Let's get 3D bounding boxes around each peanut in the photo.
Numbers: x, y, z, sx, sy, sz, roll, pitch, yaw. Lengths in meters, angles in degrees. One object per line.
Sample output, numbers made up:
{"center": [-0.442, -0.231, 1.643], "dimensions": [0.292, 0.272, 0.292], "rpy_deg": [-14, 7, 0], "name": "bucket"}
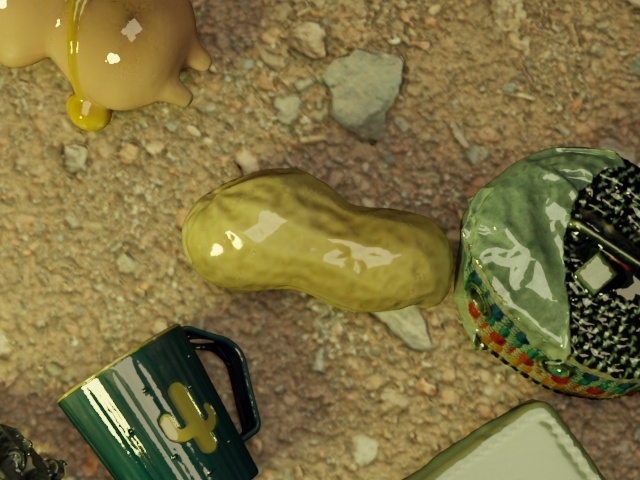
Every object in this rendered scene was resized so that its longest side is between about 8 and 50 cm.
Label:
{"center": [0.000, 0.000, 1.446], "dimensions": [0.257, 0.123, 0.123], "rpy_deg": [9, 78, -3], "name": "peanut"}

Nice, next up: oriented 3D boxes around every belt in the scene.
{"center": [0.244, 0.033, 1.441], "dimensions": [0.257, 0.150, 0.207], "rpy_deg": [33, 71, 2], "name": "belt"}

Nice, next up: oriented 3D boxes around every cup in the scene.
{"center": [-0.126, 0.165, 1.408], "dimensions": [0.176, 0.131, 0.155], "rpy_deg": [-29, 86, -36], "name": "cup"}

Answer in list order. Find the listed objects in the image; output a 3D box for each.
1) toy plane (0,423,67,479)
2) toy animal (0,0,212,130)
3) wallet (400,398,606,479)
{"center": [-0.277, 0.194, 1.380], "dimensions": [0.082, 0.160, 0.234], "rpy_deg": [-41, 60, 11], "name": "toy plane"}
{"center": [-0.222, -0.207, 1.463], "dimensions": [0.248, 0.149, 0.165], "rpy_deg": [29, 62, -10], "name": "toy animal"}
{"center": [0.214, 0.336, 1.416], "dimensions": [0.252, 0.083, 0.360], "rpy_deg": [-34, 83, -6], "name": "wallet"}
